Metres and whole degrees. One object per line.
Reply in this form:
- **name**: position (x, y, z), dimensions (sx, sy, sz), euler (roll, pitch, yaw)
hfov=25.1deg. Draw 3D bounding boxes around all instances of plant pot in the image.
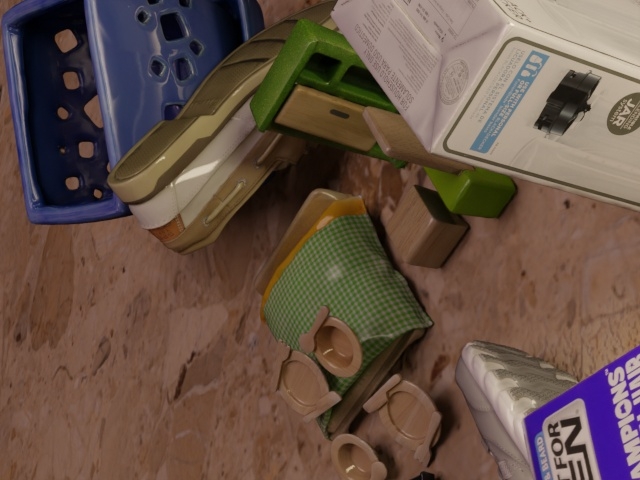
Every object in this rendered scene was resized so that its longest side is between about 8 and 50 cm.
- **plant pot**: position (-0.179, -0.145, 1.483), dimensions (0.236, 0.212, 0.236), euler (-5, 93, 58)

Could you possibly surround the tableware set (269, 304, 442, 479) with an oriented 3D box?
- **tableware set**: position (0.025, 0.136, 1.205), dimensions (0.168, 0.020, 0.141), euler (47, 135, 15)

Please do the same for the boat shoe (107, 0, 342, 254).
- **boat shoe**: position (-0.064, -0.112, 1.365), dimensions (0.302, 0.103, 0.113), euler (-43, 25, -18)

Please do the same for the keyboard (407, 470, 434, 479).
- **keyboard**: position (0.081, 0.276, 1.131), dimensions (0.108, 0.023, 0.180), euler (-38, 48, 52)

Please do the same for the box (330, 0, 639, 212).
- **box**: position (0.169, -0.099, 0.892), dimensions (0.087, 0.290, 0.169), euler (-60, 37, 25)

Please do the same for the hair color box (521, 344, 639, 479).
- **hair color box**: position (0.286, 0.080, 0.738), dimensions (0.339, 0.185, 0.110), euler (-42, 45, 40)

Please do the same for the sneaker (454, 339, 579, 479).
- **sneaker**: position (0.152, 0.181, 0.978), dimensions (0.115, 0.105, 0.281), euler (-57, 37, 26)

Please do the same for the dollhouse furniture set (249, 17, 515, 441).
- **dollhouse furniture set**: position (0.000, 0.000, 1.240), dimensions (0.301, 0.151, 0.197), euler (-57, 37, 27)
